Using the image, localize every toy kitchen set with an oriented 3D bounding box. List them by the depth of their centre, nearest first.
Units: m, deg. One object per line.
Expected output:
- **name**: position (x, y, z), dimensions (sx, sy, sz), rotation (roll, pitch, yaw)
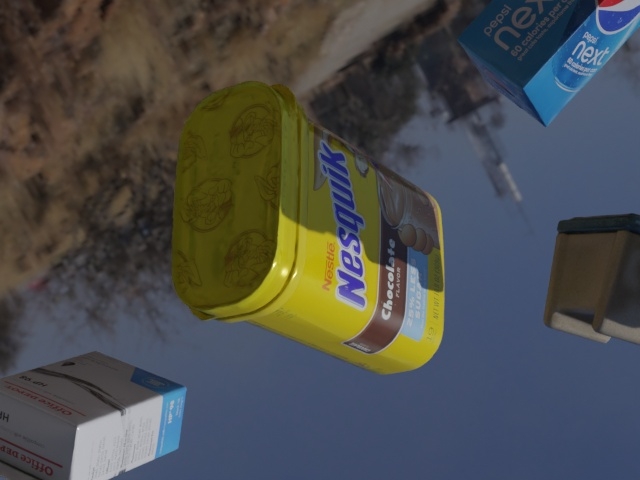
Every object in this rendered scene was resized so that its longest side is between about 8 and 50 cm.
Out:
- **toy kitchen set**: position (0.255, 0.016, 0.695), dimensions (0.207, 0.122, 0.166), rotation (17, 174, -16)

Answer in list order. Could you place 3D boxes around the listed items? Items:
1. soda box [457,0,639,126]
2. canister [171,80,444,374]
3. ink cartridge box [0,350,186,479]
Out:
- **soda box**: position (0.201, -0.189, 0.926), dimensions (0.210, 0.071, 0.067), rotation (-48, 148, 2)
- **canister**: position (0.000, 0.000, 0.726), dimensions (0.073, 0.126, 0.170), rotation (-14, 155, 33)
- **ink cartridge box**: position (-0.202, 0.147, 1.032), dimensions (0.104, 0.060, 0.180), rotation (17, -165, 26)
